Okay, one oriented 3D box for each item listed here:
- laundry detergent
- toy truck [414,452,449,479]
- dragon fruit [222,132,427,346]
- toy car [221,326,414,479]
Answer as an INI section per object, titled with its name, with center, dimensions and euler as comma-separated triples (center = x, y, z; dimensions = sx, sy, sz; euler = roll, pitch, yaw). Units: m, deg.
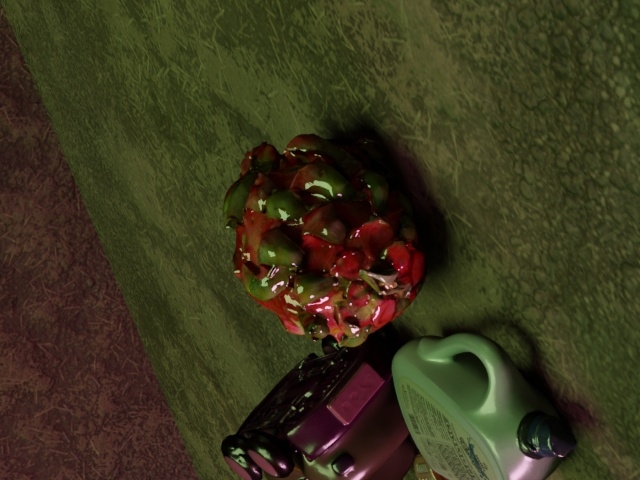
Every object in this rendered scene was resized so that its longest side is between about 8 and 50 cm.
[laundry detergent]
center = 0.204, 0.210, 1.431
dimensions = 0.214, 0.105, 0.280
euler = 67, 158, -5
[toy truck]
center = 0.205, 0.357, 1.605
dimensions = 0.192, 0.092, 0.083
euler = 62, 158, 4
[dragon fruit]
center = 0.000, -0.007, 1.482
dimensions = 0.237, 0.231, 0.302
euler = 76, 167, -55
[toy car]
center = 0.033, 0.287, 1.725
dimensions = 0.240, 0.271, 0.341
euler = 46, 157, -6
